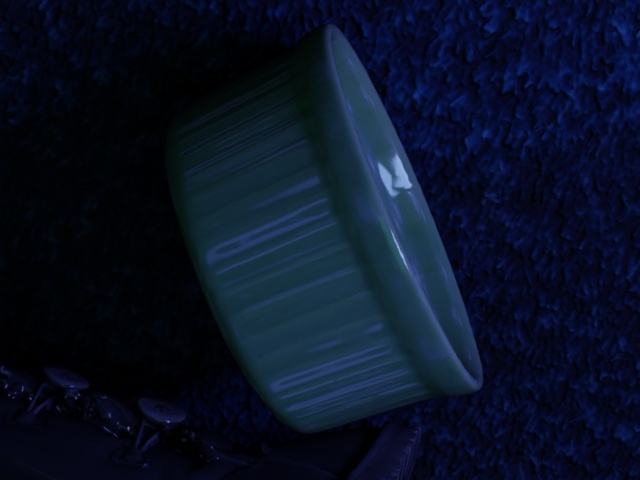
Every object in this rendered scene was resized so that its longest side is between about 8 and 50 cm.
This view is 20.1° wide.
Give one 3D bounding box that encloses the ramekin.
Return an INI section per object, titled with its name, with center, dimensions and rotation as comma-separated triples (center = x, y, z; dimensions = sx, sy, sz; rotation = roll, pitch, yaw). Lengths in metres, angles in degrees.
[ramekin]
center = 0.000, 0.000, 1.387
dimensions = 0.148, 0.303, 0.303
rotation = -22, 111, 9

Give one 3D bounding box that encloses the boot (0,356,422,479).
[boot]
center = -0.155, 0.175, 1.471
dimensions = 0.445, 0.367, 0.146
rotation = 13, 91, 9
